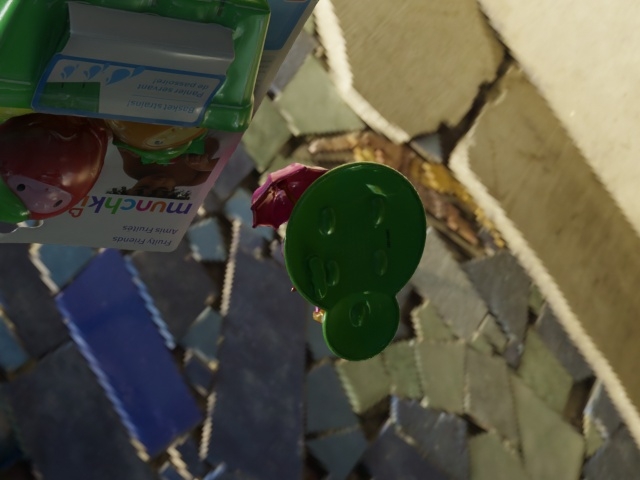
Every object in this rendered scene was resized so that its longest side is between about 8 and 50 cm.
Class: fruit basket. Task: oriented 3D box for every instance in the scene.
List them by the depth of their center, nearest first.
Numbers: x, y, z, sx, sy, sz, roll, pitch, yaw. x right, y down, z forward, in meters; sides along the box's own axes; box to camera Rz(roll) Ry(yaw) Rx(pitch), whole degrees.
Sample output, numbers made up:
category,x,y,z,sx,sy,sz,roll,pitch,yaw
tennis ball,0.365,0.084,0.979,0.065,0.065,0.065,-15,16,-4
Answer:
category,x,y,z,sx,sy,sz,roll,pitch,yaw
fruit basket,-0.194,-0.099,1.091,0.353,0.327,0.165,-59,41,36

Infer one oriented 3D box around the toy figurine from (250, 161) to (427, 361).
category,x,y,z,sx,sy,sz,roll,pitch,yaw
toy figurine,0.000,0.000,1.207,0.159,0.130,0.173,-149,49,-61
